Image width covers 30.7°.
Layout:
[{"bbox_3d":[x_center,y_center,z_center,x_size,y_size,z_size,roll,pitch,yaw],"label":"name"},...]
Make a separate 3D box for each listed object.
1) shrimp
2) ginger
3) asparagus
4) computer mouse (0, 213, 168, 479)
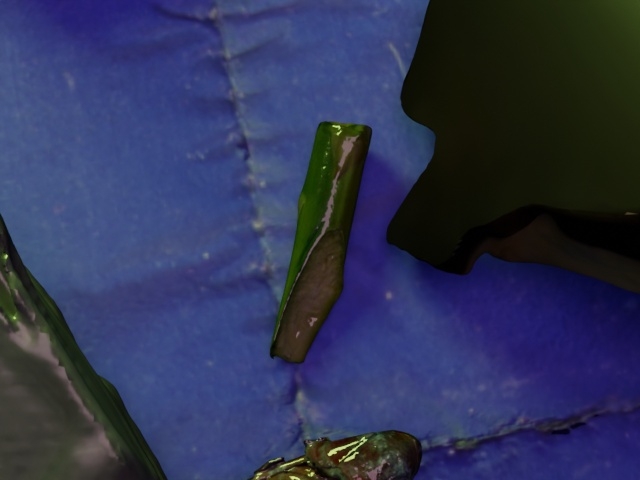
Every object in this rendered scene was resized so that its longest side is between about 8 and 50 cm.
[{"bbox_3d":[-0.031,0.197,0.770,0.233,0.079,0.090,-32,78,-5],"label":"shrimp"},{"bbox_3d":[0.233,-0.103,0.788,0.211,0.358,0.413,15,67,-38],"label":"ginger"},{"bbox_3d":[0.000,0.000,0.831,0.045,0.041,0.178,11,78,6],"label":"asparagus"},{"bbox_3d":[-0.249,0.110,0.737,0.228,0.145,0.429,-33,93,-4],"label":"computer mouse"}]
